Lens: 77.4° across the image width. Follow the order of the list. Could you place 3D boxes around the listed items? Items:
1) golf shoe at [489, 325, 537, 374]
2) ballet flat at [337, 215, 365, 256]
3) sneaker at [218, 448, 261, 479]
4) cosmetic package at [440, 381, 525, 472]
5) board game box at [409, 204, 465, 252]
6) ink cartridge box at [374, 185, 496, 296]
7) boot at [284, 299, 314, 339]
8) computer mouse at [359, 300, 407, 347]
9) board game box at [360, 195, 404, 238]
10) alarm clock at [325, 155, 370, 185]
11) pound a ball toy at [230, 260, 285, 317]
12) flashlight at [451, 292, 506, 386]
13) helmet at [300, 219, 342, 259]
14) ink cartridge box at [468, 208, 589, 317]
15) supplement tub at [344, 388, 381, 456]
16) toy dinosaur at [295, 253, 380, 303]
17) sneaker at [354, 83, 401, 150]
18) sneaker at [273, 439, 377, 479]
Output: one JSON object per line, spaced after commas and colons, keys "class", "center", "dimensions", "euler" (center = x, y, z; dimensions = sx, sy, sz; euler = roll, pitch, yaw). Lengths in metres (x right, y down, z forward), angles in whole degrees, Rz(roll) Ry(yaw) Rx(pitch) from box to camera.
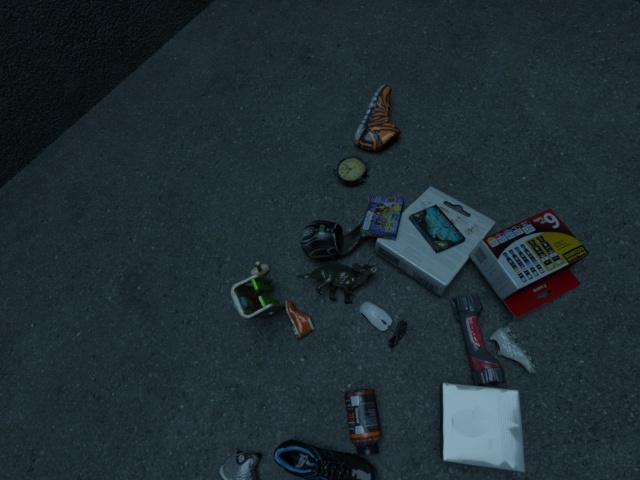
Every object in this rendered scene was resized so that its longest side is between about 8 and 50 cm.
{"class": "golf shoe", "center": [0.648, 0.378, 1.346], "dimensions": [0.086, 0.069, 0.176], "euler": [-38, 60, 16]}
{"class": "ballet flat", "center": [0.152, -0.021, 1.622], "dimensions": [0.250, 0.058, 0.084], "euler": [-46, 54, -6]}
{"class": "sneaker", "center": [-0.222, 0.786, 1.328], "dimensions": [0.229, 0.086, 0.132], "euler": [30, 73, 23]}
{"class": "cosmetic package", "center": [0.491, 0.572, 1.241], "dimensions": [0.225, 0.138, 0.223], "euler": [2, 67, 14]}
{"class": "board game box", "center": [0.439, -0.047, 1.511], "dimensions": [0.126, 0.026, 0.186], "euler": [-22, 57, -15]}
{"class": "ink cartridge box", "center": [0.446, -0.013, 1.558], "dimensions": [0.308, 0.091, 0.385], "euler": [35, 61, 23]}
{"class": "boot", "center": [-0.082, 0.290, 1.533], "dimensions": [0.085, 0.059, 0.157], "euler": [-26, 73, -3]}
{"class": "computer mouse", "center": [0.222, 0.295, 1.471], "dimensions": [0.193, 0.042, 0.106], "euler": [37, 79, 23]}
{"class": "board game box", "center": [0.243, -0.093, 1.556], "dimensions": [0.136, 0.035, 0.201], "euler": [6, 48, 19]}
{"class": "alarm clock", "center": [0.117, -0.302, 1.742], "dimensions": [0.192, 0.064, 0.129], "euler": [8, 69, 12]}
{"class": "pound a ball toy", "center": [-0.248, 0.186, 1.492], "dimensions": [0.136, 0.319, 0.208], "euler": [-27, 79, 0]}
{"class": "flashlight", "center": [0.540, 0.332, 1.360], "dimensions": [0.103, 0.103, 0.303], "euler": [3, 64, -15]}
{"class": "helmet", "center": [0.000, 0.000, 1.571], "dimensions": [0.162, 0.169, 0.169], "euler": [-5, 66, 19]}
{"class": "ink cartridge box", "center": [0.734, 0.075, 1.378], "dimensions": [0.310, 0.130, 0.271], "euler": [-23, 65, -13]}
{"class": "supplement tub", "center": [0.143, 0.599, 1.320], "dimensions": [0.106, 0.106, 0.197], "euler": [-11, 65, 7]}
{"class": "toy dinosaur", "center": [0.070, 0.147, 1.546], "dimensions": [0.314, 0.121, 0.160], "euler": [2, 55, 17]}
{"class": "sneaker", "center": [0.292, -0.536, 1.790], "dimensions": [0.180, 0.124, 0.320], "euler": [23, 84, 16]}
{"class": "sneaker", "center": [0.010, 0.730, 1.272], "dimensions": [0.341, 0.139, 0.124], "euler": [7, 66, 13]}
